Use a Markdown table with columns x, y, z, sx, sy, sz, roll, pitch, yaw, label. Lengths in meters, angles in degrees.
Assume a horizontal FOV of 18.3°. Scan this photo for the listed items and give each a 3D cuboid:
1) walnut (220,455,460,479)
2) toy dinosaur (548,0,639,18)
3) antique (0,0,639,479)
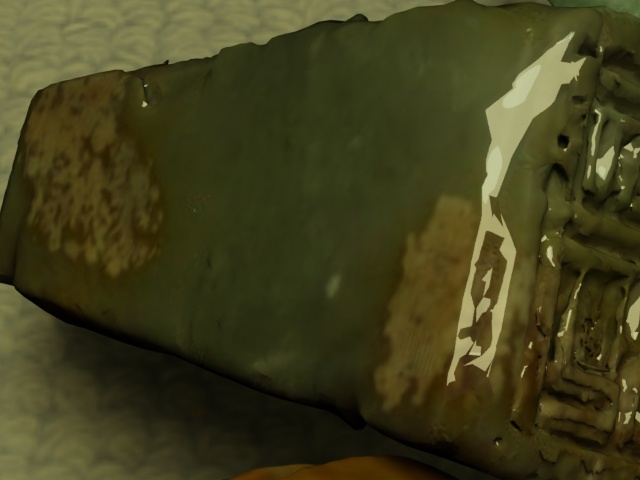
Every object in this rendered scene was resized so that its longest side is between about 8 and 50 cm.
| x | y | z | sx | sy | sz | roll | pitch | yaw | label |
| --- | --- | --- | --- | --- | --- | --- | --- | --- | --- |
| 0.005 | 0.223 | 0.572 | 0.209 | 0.209 | 0.336 | -6 | 66 | -2 | walnut |
| 0.135 | -0.055 | 0.822 | 0.205 | 0.092 | 0.393 | -16 | 55 | -6 | toy dinosaur |
| 0.000 | 0.000 | 0.703 | 0.284 | 0.125 | 0.150 | 5 | 78 | 46 | antique |
